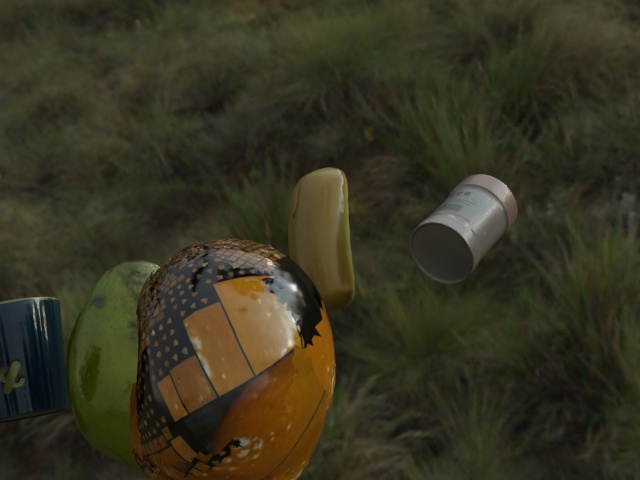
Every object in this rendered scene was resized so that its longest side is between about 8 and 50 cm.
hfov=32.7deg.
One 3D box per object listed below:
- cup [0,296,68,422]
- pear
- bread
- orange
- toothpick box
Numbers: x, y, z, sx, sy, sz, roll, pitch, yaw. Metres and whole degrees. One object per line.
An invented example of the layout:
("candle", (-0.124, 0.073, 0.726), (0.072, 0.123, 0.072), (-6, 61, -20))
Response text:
("cup", (-0.433, 0.172, 1.511), (0.176, 0.155, 0.131), (-17, -11, 20))
("pear", (-0.211, 0.157, 1.354), (0.212, 0.269, 0.212), (-17, -9, -3))
("bread", (0.000, 0.000, 1.648), (0.098, 0.217, 0.147), (-4, -9, -5))
("orange", (-0.080, 0.115, 0.948), (0.182, 0.235, 0.234), (10, 38, -2))
("toothpick box", (0.201, -0.017, 1.517), (0.098, 0.099, 0.149), (4, 31, 35))
